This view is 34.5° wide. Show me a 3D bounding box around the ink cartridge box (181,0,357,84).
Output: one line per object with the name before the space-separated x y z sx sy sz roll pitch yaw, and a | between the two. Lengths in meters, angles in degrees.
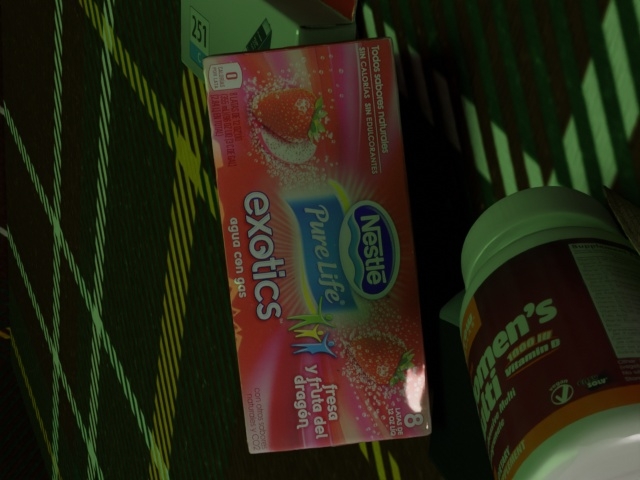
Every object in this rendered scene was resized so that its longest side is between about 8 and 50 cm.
ink cartridge box | -0.056 -0.249 0.996 0.296 0.066 0.261 46 139 49

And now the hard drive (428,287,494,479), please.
hard drive | 0.157 0.146 0.698 0.255 0.054 0.172 37 131 55

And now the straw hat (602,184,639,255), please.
straw hat | 0.211 0.016 0.530 0.061 0.144 0.144 -34 60 19

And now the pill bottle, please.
pill bottle | 0.142 0.068 0.559 0.221 0.121 0.121 -95 11 -57

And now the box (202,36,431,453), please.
box | 0.000 0.000 0.821 0.154 0.142 0.300 -83 -13 -85
